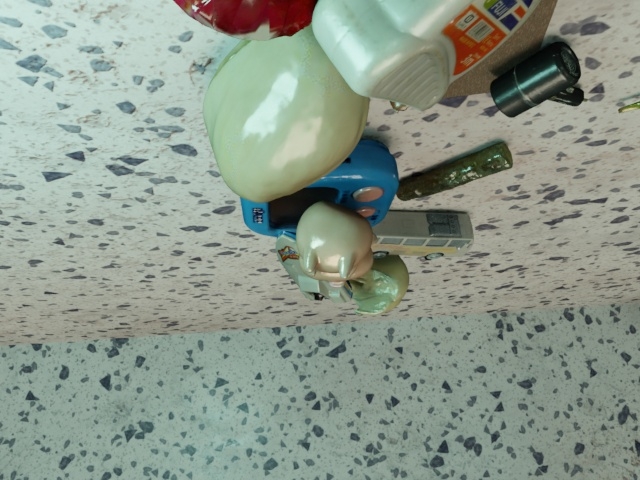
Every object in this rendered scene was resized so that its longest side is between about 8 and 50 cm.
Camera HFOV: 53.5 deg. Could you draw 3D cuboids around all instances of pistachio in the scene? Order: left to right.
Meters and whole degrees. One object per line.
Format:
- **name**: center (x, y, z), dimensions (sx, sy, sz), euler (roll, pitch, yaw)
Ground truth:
- **pistachio**: center (-0.047, -0.190, 0.907), dimensions (0.226, 0.208, 0.332), euler (37, 137, -8)

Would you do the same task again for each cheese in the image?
- **cheese**: center (0.108, 0.089, 1.713), dimensions (0.266, 0.127, 0.233), euler (26, -155, 17)

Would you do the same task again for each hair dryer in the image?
- **hair dryer**: center (0.386, -0.247, 1.031), dimensions (0.219, 0.071, 0.124), euler (1, 161, -43)

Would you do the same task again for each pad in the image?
- **pad**: center (0.246, -0.289, 0.959), dimensions (0.176, 0.002, 0.266), euler (-6, 162, 4)

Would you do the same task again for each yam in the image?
- **yam**: center (0.277, -0.138, 1.349), dimensions (0.274, 0.061, 0.061), euler (-19, 157, 40)

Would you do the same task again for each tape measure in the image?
- **tape measure**: center (0.126, -0.260, 0.714), dimensions (0.265, 0.130, 0.258), euler (-39, 167, 26)

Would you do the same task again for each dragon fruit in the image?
- **dragon fruit**: center (-0.059, -0.301, 0.647), dimensions (0.262, 0.189, 0.163), euler (2, -168, -32)

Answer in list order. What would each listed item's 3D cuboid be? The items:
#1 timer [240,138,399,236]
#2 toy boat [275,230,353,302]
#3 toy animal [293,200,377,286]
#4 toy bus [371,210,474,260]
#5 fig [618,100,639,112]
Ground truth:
- **timer**: center (-0.008, -0.102, 1.294), dimensions (0.309, 0.115, 0.340), euler (-4, 162, -5)
- **toy boat**: center (-0.028, 0.059, 1.446), dimensions (0.129, 0.088, 0.295), euler (5, 151, 26)
- **toy animal**: center (0.024, 0.007, 1.210), dimensions (0.166, 0.154, 0.250), euler (14, 170, 3)
- **toy bus**: center (0.231, -0.019, 1.653), dimensions (0.343, 0.097, 0.138), euler (2, 154, -15)
- **fig**: center (0.633, -0.232, 1.058), dimensions (0.257, 0.159, 0.159), euler (2, 171, 44)
